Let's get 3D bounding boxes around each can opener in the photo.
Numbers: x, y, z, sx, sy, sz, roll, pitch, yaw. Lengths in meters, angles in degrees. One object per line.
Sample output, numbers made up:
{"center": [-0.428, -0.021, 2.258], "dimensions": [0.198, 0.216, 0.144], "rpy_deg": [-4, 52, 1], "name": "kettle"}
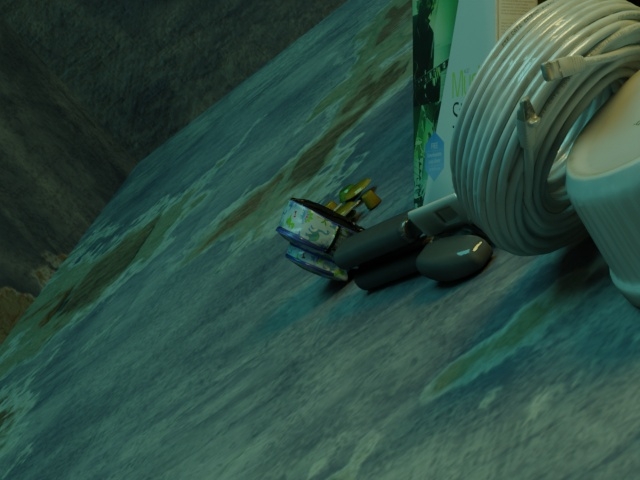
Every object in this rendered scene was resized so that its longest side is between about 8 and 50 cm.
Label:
{"center": [0.100, 0.008, 1.919], "dimensions": [0.093, 0.074, 0.280], "rpy_deg": [-50, 15, -27], "name": "can opener"}

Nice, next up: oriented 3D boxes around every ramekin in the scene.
{"center": [0.327, -0.079, 1.425], "dimensions": [0.273, 0.127, 0.273], "rpy_deg": [-39, 14, 11], "name": "ramekin"}

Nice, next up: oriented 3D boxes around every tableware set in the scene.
{"center": [0.041, -0.049, 2.392], "dimensions": [0.104, 0.024, 0.154], "rpy_deg": [-42, 12, -15], "name": "tableware set"}

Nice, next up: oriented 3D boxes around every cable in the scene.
{"center": [0.225, -0.106, 1.579], "dimensions": [0.257, 0.089, 0.257], "rpy_deg": [-29, -39, -38], "name": "cable"}

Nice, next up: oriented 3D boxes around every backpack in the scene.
{"center": [0.000, 0.000, 2.147], "dimensions": [0.084, 0.114, 0.105], "rpy_deg": [-63, 16, -1], "name": "backpack"}

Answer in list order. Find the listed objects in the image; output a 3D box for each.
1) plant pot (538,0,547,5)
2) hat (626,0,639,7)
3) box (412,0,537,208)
{"center": [0.295, -0.393, 2.095], "dimensions": [0.366, 0.366, 0.353], "rpy_deg": [-39, 28, 12], "name": "plant pot"}
{"center": [0.415, -0.300, 1.746], "dimensions": [0.331, 0.331, 0.134], "rpy_deg": [-43, 51, -3], "name": "hat"}
{"center": [0.172, -0.192, 1.934], "dimensions": [0.232, 0.058, 0.322], "rpy_deg": [175, 96, -70], "name": "box"}
